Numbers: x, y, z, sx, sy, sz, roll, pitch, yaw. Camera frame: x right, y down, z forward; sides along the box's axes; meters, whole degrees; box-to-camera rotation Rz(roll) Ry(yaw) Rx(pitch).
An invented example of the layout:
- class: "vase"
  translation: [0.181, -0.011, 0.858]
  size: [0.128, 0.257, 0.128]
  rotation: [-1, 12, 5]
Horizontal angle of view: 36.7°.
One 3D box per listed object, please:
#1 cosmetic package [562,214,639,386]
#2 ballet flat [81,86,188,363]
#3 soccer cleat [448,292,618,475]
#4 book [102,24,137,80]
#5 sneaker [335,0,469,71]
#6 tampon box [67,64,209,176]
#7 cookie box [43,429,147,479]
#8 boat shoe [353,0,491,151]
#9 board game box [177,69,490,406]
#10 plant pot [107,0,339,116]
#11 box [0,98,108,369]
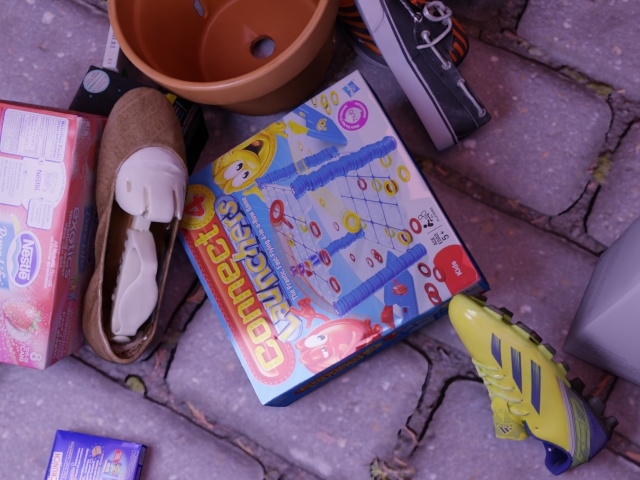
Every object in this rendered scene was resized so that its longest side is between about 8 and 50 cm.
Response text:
- class: "cosmetic package"
  translation: [0.422, 0.067, 1.079]
  size: [0.197, 0.365, 0.155]
  rotation: [25, 74, 7]
- class: "ballet flat"
  translation: [-0.216, -0.005, 1.149]
  size: [0.116, 0.124, 0.342]
  rotation: [8, 104, -27]
- class: "soccer cleat"
  translation: [0.233, 0.175, 1.124]
  size: [0.121, 0.093, 0.289]
  rotation: [-44, 115, 4]
- class: "book"
  translation: [-0.271, -0.280, 1.328]
  size: [0.035, 0.096, 0.144]
  rotation: [6, 72, 1]
- class: "sneaker"
  translation: [0.065, -0.352, 1.310]
  size: [0.321, 0.180, 0.124]
  rotation: [33, 75, 10]
- class: "tampon box"
  translation: [-0.248, -0.136, 1.278]
  size: [0.161, 0.101, 0.120]
  rotation: [20, 73, 6]
- class: "cookie box"
  translation: [-0.275, 0.283, 1.172]
  size: [0.107, 0.040, 0.091]
  rotation: [10, 72, 2]
- class: "boat shoe"
  translation: [0.128, -0.259, 1.241]
  size: [0.105, 0.113, 0.306]
  rotation: [-29, 112, 9]
- class: "board game box"
  translation: [0.000, 0.000, 1.196]
  size: [0.302, 0.086, 0.308]
  rotation: [-32, 74, 9]
- class: "plant pot"
  translation: [-0.100, -0.292, 1.256]
  size: [0.291, 0.203, 0.290]
  rotation: [-4, 75, 14]
- class: "box"
  translation: [-0.356, -0.013, 1.159]
  size: [0.154, 0.142, 0.299]
  rotation: [9, 96, 5]
